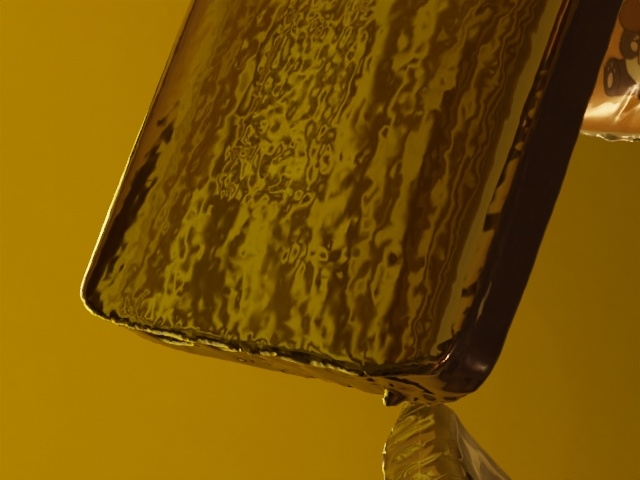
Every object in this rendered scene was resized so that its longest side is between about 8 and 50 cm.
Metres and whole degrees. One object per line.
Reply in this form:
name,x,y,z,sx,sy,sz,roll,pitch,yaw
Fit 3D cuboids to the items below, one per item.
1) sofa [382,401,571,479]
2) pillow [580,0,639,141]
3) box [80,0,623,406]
sofa,0.181,0.249,1.726,0.176,0.225,0.210,-34,-59,16
pillow,0.306,-0.230,1.827,0.310,0.312,0.119,4,-16,-25
box,0.013,-0.063,1.030,0.290,0.289,0.073,7,-18,46
